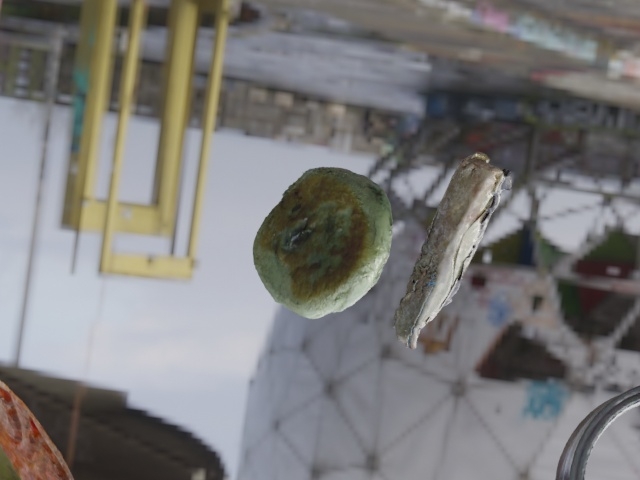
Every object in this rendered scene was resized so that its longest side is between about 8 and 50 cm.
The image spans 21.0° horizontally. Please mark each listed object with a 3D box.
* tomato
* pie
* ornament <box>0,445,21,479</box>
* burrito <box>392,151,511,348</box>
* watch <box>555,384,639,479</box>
[{"bbox_3d":[-0.305,0.217,1.548,0.095,0.237,0.237,-35,179,5],"label":"tomato"},{"bbox_3d":[0.000,0.000,2.003,0.187,0.187,0.041,10,170,36],"label":"pie"},{"bbox_3d":[-0.290,0.221,1.379,0.201,0.180,0.059,32,131,-24],"label":"ornament"},{"bbox_3d":[0.102,0.007,1.384,0.042,0.171,0.051,10,-154,-21],"label":"burrito"},{"bbox_3d":[0.480,0.346,2.236,0.327,0.335,0.314,-16,171,0],"label":"watch"}]
